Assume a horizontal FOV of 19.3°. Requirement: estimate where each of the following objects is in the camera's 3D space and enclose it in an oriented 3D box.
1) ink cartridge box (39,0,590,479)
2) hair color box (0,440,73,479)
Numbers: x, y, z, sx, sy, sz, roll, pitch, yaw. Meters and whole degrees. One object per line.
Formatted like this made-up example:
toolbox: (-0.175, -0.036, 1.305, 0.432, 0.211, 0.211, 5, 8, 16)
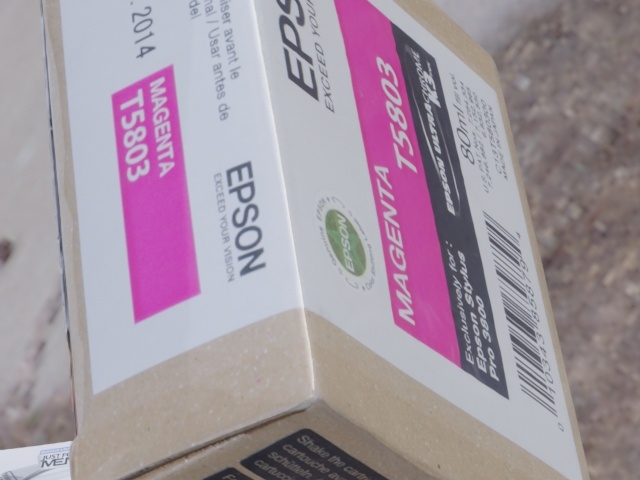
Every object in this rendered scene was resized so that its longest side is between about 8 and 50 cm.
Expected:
ink cartridge box: (0.000, 0.000, 0.642, 0.088, 0.193, 0.235, -25, 55, 24)
hair color box: (-0.128, 0.188, 0.991, 0.053, 0.093, 0.167, 97, 163, -52)
